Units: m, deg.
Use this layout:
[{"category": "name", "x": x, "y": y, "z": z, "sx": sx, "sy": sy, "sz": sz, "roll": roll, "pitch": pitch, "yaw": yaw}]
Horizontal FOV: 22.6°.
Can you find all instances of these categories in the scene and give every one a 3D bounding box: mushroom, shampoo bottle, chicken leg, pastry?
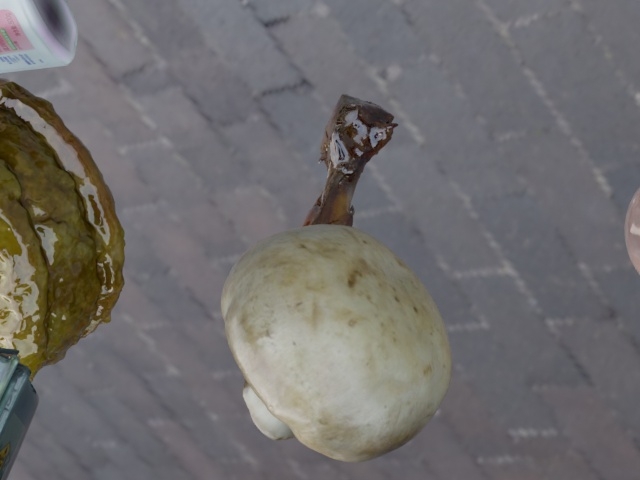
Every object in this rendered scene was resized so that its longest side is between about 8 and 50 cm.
[{"category": "mushroom", "x": 0.006, "y": 0.067, "z": 1.048, "sx": 0.127, "sy": 0.166, "sz": 0.166, "roll": -33, "pitch": 111, "yaw": 27}, {"category": "shampoo bottle", "x": -0.193, "y": -0.120, "z": 0.885, "sx": 0.099, "sy": 0.043, "sz": 0.072, "roll": -7, "pitch": 147, "yaw": 15}, {"category": "chicken leg", "x": 0.000, "y": 0.000, "z": 1.383, "sx": 0.113, "sy": 0.304, "sz": 0.093, "roll": -17, "pitch": 141, "yaw": 43}, {"category": "pastry", "x": -0.212, "y": -0.002, "z": 0.962, "sx": 0.188, "sy": 0.103, "sz": 0.189, "roll": 16, "pitch": 122, "yaw": 28}]

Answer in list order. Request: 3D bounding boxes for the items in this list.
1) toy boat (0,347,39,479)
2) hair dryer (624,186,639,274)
[{"category": "toy boat", "x": -0.214, "y": 0.154, "z": 0.586, "sx": 0.114, "sy": 0.296, "sz": 0.122, "roll": 24, "pitch": 170, "yaw": 13}, {"category": "hair dryer", "x": 0.284, "y": -0.110, "z": 1.095, "sx": 0.189, "sy": 0.106, "sz": 0.344, "roll": -152, "pitch": 50, "yaw": -64}]
